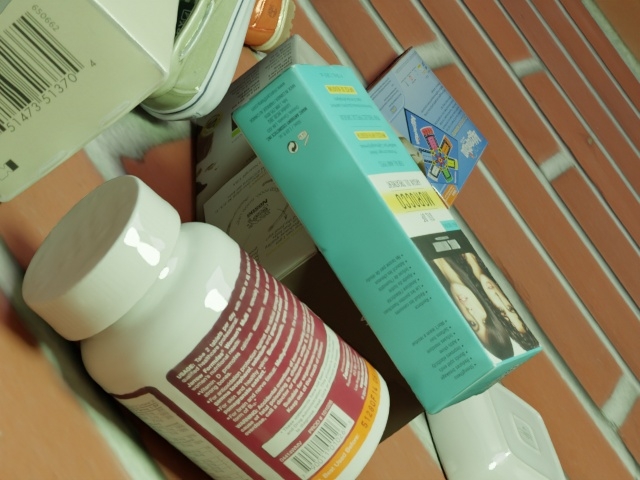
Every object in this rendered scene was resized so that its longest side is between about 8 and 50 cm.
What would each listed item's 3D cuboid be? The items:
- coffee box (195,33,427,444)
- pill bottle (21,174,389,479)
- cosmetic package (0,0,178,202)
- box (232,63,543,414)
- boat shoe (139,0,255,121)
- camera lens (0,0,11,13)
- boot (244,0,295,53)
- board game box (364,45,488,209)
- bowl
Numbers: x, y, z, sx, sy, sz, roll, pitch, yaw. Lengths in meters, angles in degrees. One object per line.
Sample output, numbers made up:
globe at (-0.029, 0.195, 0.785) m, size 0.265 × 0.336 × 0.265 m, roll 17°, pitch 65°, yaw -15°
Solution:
coffee box at (0.000, 0.000, 1.371) m, size 0.168 × 0.119 × 0.297 m, roll 42°, pitch 23°, yaw -28°
pill bottle at (-0.069, 0.066, 1.113) m, size 0.221 × 0.121 × 0.121 m, roll 44°, pitch 23°, yaw -26°
cosmetic package at (-0.186, -0.178, 1.212) m, size 0.129 × 0.153 × 0.296 m, roll 45°, pitch 21°, yaw -25°
box at (0.046, -0.005, 1.222) m, size 0.244 × 0.060 × 0.100 m, roll 56°, pitch 23°, yaw 11°
boat shoe at (-0.084, -0.242, 1.389) m, size 0.094 × 0.109 × 0.302 m, roll 37°, pitch 64°, yaw -74°
camera lens at (-0.302, -0.191, 0.880) m, size 0.274 × 0.219 × 0.219 m, roll 54°, pitch 20°, yaw 1°
boot at (-0.061, -0.259, 1.667) m, size 0.084 × 0.059 × 0.158 m, roll 16°, pitch 78°, yaw -46°
board game box at (0.108, -0.120, 1.932) m, size 0.145 × 0.027 × 0.281 m, roll 50°, pitch 21°, yaw -4°
bowl at (0.152, 0.174, 1.520) m, size 0.142 × 0.053 × 0.142 m, roll 35°, pitch 26°, yaw -37°
